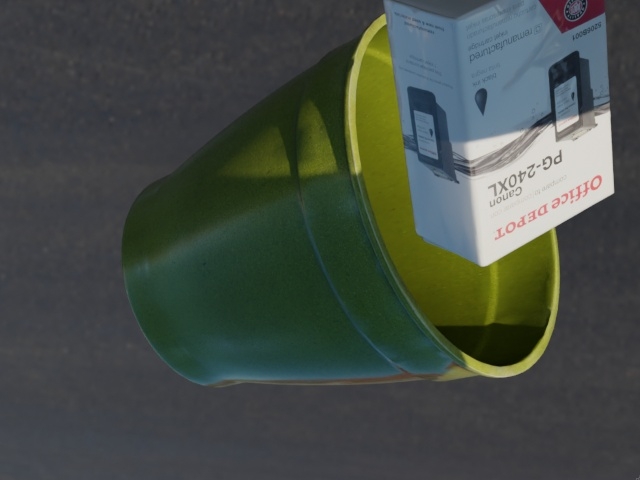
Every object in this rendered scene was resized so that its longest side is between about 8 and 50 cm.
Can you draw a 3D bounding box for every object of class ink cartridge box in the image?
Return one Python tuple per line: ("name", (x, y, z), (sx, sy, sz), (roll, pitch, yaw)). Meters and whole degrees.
("ink cartridge box", (0.102, -0.077, 0.789), (0.063, 0.109, 0.150), (28, 138, 48))

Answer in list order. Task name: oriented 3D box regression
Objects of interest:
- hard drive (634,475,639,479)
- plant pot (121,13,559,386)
("hard drive", (0.318, 0.214, 0.740), (0.047, 0.233, 0.353), (-18, 105, 57))
("plant pot", (0.000, 0.000, 1.456), (0.353, 0.366, 0.366), (-20, 146, 33))
